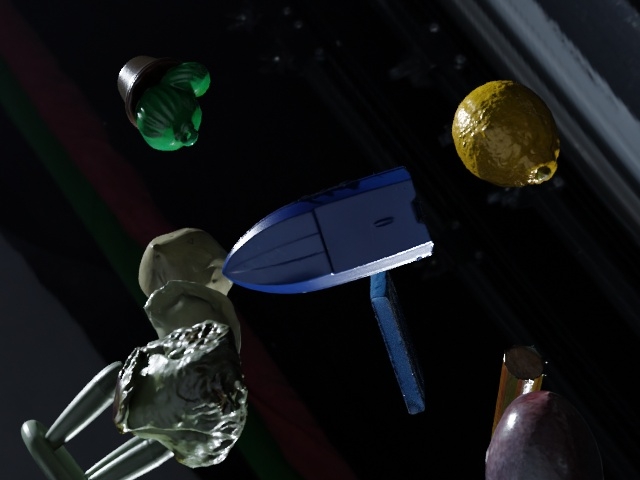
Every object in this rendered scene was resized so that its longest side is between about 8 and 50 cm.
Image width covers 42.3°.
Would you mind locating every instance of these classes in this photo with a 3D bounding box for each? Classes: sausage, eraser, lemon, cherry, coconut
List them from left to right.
[{"bbox_3d":[-0.306,0.066,1.878,0.224,0.224,0.224,29,-46,35],"label":"coconut"},{"bbox_3d":[0.171,0.215,1.808,0.042,0.144,0.312,-15,-65,11],"label":"eraser"},{"bbox_3d":[0.263,-0.146,1.168,0.187,0.142,0.142,-120,-151,-42],"label":"lemon"},{"bbox_3d":[0.364,0.332,1.549,0.082,0.082,0.371,34,-33,31],"label":"sausage"},{"bbox_3d":[0.355,0.362,1.313,0.183,0.213,0.266,3,-79,10],"label":"cherry"}]

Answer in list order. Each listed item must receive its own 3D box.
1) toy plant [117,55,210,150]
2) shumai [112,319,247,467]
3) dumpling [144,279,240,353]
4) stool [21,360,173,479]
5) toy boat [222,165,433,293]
[{"bbox_3d":[-0.226,-0.211,1.240,0.200,0.143,0.105,39,2,35],"label":"toy plant"},{"bbox_3d":[-0.178,0.175,0.986,0.184,0.142,0.184,4,-85,60],"label":"shumai"},{"bbox_3d":[-0.217,0.156,1.495,0.111,0.155,0.181,8,-42,49],"label":"dumpling"},{"bbox_3d":[-0.363,0.326,1.385,0.195,0.198,0.195,52,-17,-3],"label":"stool"},{"bbox_3d":[0.000,0.000,1.127,0.295,0.088,0.129,-18,-88,13],"label":"toy boat"}]
